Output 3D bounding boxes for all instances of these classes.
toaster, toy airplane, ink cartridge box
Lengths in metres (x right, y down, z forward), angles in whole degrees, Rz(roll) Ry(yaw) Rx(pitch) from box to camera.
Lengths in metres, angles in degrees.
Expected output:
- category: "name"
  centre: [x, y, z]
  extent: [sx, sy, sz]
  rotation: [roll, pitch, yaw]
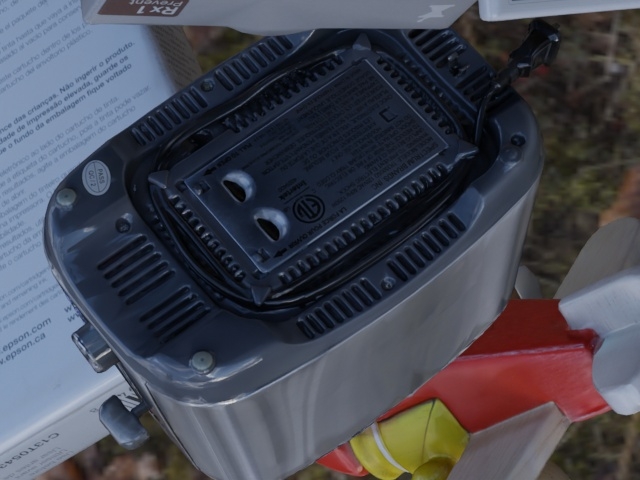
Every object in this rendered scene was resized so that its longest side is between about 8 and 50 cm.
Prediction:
- category: "toaster"
  centre: [0.000, 0.000, 0.766]
  extent: [0.227, 0.146, 0.129]
  rotation: [-36, 67, -16]
- category: "toy airplane"
  centre: [0.162, 0.137, 1.477]
  extent: [0.272, 0.386, 0.384]
  rotation: [69, 171, -26]
- category: "ink cartridge box"
  centre: [-0.208, -0.023, 1.023]
  extent: [0.324, 0.071, 0.330]
  rotation: [-31, 65, 16]

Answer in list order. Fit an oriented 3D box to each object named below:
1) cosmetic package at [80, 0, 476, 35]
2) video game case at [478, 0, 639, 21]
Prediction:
- category: "cosmetic package"
  centre: [-0.016, -0.186, 0.544]
  extent: [0.107, 0.127, 0.238]
  rotation: [-43, 56, 58]
- category: "video game case"
  centre: [0.188, -0.239, 1.185]
  extent: [0.023, 0.201, 0.183]
  rotation: [-170, 74, -70]
